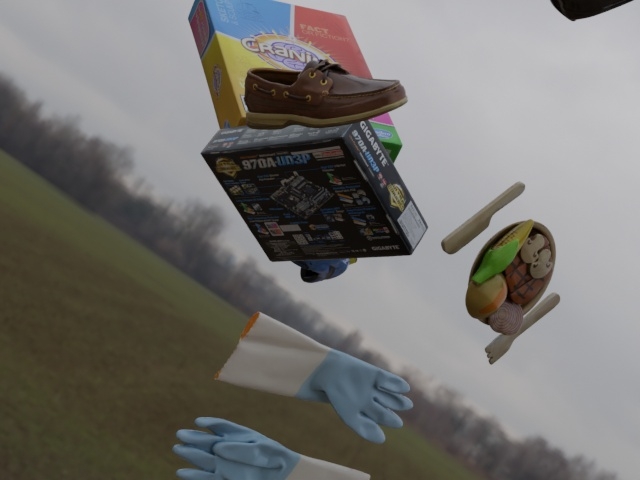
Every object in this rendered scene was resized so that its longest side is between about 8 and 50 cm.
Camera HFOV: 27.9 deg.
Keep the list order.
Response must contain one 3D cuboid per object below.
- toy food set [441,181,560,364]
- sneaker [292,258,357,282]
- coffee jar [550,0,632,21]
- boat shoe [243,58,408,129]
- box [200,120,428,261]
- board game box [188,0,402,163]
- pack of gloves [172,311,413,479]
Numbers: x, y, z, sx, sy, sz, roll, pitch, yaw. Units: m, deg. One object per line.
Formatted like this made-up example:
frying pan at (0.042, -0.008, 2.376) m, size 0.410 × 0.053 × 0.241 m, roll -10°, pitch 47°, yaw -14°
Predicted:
toy food set at (0.207, 0.042, 1.372) m, size 0.038 × 0.132 × 0.192 m, roll 34°, pitch -22°, yaw 47°
sneaker at (0.000, 0.000, 1.675) m, size 0.069 × 0.082 × 0.209 m, roll 53°, pitch -14°, yaw 21°
coffee jar at (0.236, -0.285, 1.119) m, size 0.079 × 0.096 × 0.184 m, roll -121°, pitch -168°, yaw -48°
boat shoe at (-0.001, -0.143, 1.239) m, size 0.178 × 0.060 × 0.064 m, roll 1°, pitch 21°, yaw 33°
box at (-0.009, -0.057, 1.477) m, size 0.220 × 0.051 × 0.175 m, roll -4°, pitch -50°, yaw 41°
board game box at (-0.042, -0.227, 1.817) m, size 0.242 × 0.064 × 0.317 m, roll 7°, pitch 40°, yaw -25°
pack of gloves at (-0.031, 0.184, 1.316) m, size 0.232 × 0.195 × 0.046 m, roll 28°, pitch 14°, yaw -31°
